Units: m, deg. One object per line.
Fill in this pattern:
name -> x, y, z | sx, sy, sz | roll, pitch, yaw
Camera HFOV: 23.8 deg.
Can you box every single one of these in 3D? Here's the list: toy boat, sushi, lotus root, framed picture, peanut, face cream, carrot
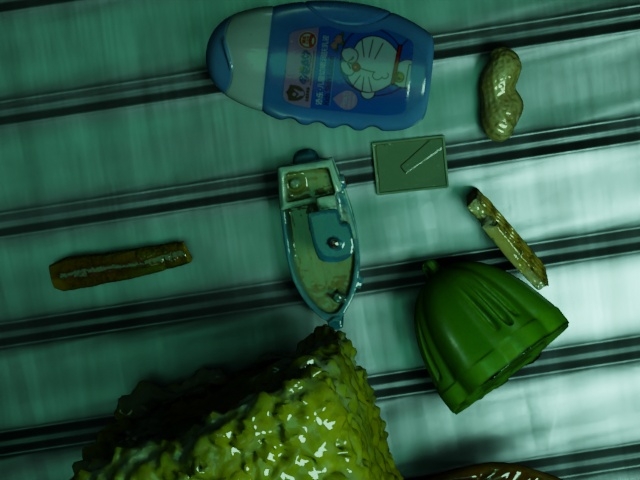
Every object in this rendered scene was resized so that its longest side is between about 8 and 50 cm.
toy boat -> 0.000, 0.000, 1.796 | 0.088, 0.102, 0.215 | -10, 97, 3
sushi -> -0.097, 0.264, 1.677 | 0.351, 0.396, 0.240 | -22, 96, 9
lotus root -> 0.176, 0.089, 1.790 | 0.186, 0.186, 0.186 | 0, 96, -1
framed picture -> 0.109, -0.091, 1.834 | 0.089, 0.006, 0.066 | -7, 96, 0
peanut -> 0.215, -0.174, 1.806 | 0.054, 0.054, 0.113 | 1, 96, -1
face cream -> -0.003, -0.208, 1.782 | 0.264, 0.083, 0.149 | 6, 93, -1
carrot -> -0.240, 0.028, 1.825 | 0.171, 0.042, 0.042 | -11, 96, 0

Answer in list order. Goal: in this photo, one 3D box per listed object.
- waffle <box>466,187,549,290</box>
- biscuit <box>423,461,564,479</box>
waffle -> 0.222, -0.003, 1.804 | 0.021, 0.092, 0.135 | -41, 97, 14
biscuit -> 0.203, 0.408, 1.829 | 0.318, 0.040, 0.317 | 0, 115, 1
